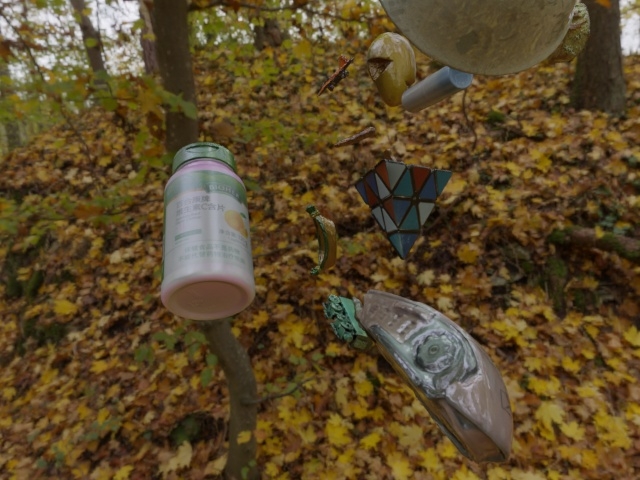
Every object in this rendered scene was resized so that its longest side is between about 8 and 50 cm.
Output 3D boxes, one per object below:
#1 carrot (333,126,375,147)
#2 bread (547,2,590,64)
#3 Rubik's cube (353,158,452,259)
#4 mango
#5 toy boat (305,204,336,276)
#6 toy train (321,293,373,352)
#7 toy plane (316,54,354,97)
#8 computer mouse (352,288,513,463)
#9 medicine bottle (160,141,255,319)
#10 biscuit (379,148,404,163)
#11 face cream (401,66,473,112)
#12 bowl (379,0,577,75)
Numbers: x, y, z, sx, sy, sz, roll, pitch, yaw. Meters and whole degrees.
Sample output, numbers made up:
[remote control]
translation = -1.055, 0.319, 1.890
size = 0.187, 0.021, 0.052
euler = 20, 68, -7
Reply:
[carrot]
translation = 0.125, -0.368, 1.751
size = 0.165, 0.035, 0.035
euler = -25, 7, -2
[bread]
translation = 0.642, -0.535, 1.265
size = 0.069, 0.127, 0.140
euler = -5, -3, 0
[Rubik's cube]
translation = 0.194, -0.153, 1.329
size = 0.250, 0.284, 0.234
euler = -37, 34, -26
[mango]
translation = 0.253, -0.603, 1.715
size = 0.167, 0.261, 0.130
euler = -14, -5, -12
[toy boat]
translation = 0.000, 0.000, 1.542
size = 0.088, 0.229, 0.089
euler = -3, 2, -17
[toy train]
translation = 0.046, 0.149, 0.910
size = 0.071, 0.038, 0.148
euler = 25, 17, -24
[toy plane]
translation = 0.057, -0.584, 1.748
size = 0.062, 0.188, 0.135
euler = 34, 23, -2
[computer mouse]
translation = 0.158, 0.165, 0.720
size = 0.115, 0.199, 0.389
euler = -34, 29, -6
[medicine bottle]
translation = -0.177, -0.025, 0.754
size = 0.134, 0.274, 0.133
euler = -8, -36, -6
[biscuit]
translation = 0.339, -0.305, 2.160
size = 0.031, 0.205, 0.138
euler = -19, -32, -28
[face cream]
translation = 0.314, -0.417, 1.332
size = 0.077, 0.077, 0.250
euler = -12, 4, -17
[bowl]
translation = 0.227, -0.384, 0.601
size = 0.314, 0.313, 0.146
euler = -12, -7, -14
